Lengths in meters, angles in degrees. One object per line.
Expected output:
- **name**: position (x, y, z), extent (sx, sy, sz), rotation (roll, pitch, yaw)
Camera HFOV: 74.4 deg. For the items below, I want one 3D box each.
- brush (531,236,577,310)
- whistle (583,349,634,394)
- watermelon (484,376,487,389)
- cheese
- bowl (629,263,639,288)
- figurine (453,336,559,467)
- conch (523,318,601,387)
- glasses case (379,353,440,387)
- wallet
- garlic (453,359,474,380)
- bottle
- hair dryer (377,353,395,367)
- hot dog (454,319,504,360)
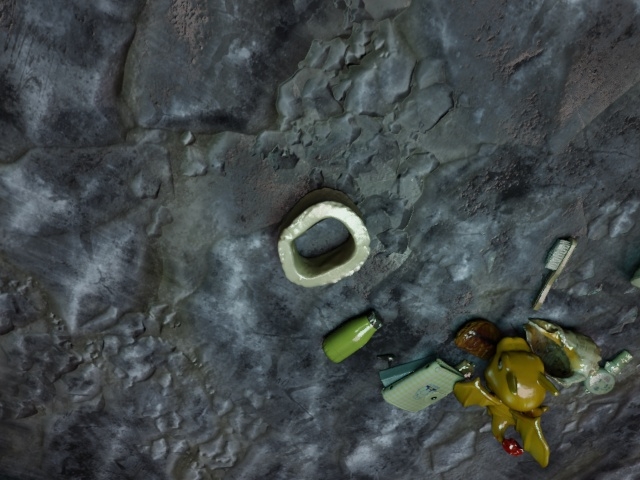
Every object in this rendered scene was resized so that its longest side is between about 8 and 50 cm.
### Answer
- **brush**: position (0.880, 0.128, 1.630), extent (0.065, 0.070, 0.327), rotation (18, 117, 9)
- **whistle**: position (1.269, 0.586, 1.872), extent (0.126, 0.067, 0.258), rotation (37, 105, -5)
- **watermelon**: position (0.796, 0.587, 1.839), extent (0.193, 0.137, 0.145), rotation (43, 142, -21)
- **cheese**: position (-0.002, -0.003, 1.473), extent (0.332, 0.153, 0.292), rotation (-34, 113, 12)
- **bowl**: position (1.338, 0.091, 1.544), extent (0.338, 0.337, 0.157), rotation (12, 76, -8)
- **figurine**: position (0.752, 0.606, 1.613), extent (0.268, 0.401, 0.386), rotation (-19, 128, -22)
- **conch**: position (0.964, 0.465, 1.719), extent (0.324, 0.263, 0.186), rotation (30, 142, 21)
- **glasses case**: position (0.394, 0.566, 1.836), extent (0.266, 0.056, 0.105), rotation (-18, 140, 7)
- **wallet**: position (0.443, 0.624, 1.801), extent (0.223, 0.077, 0.309), rotation (35, 121, -25)
- **garlic**: position (0.606, 0.579, 1.843), extent (0.152, 0.066, 0.084), rotation (-36, 85, 13)
- **bottle**: position (0.132, 0.379, 1.689), extent (0.260, 0.112, 0.112), rotation (-40, 112, 15)
- **hair dryer**: position (0.285, 0.523, 1.818), extent (0.079, 0.031, 0.083), rotation (-1, 125, 10)
- **hot dog**: position (0.656, 0.412, 1.735), extent (0.227, 0.099, 0.160), rotation (35, 110, -20)
